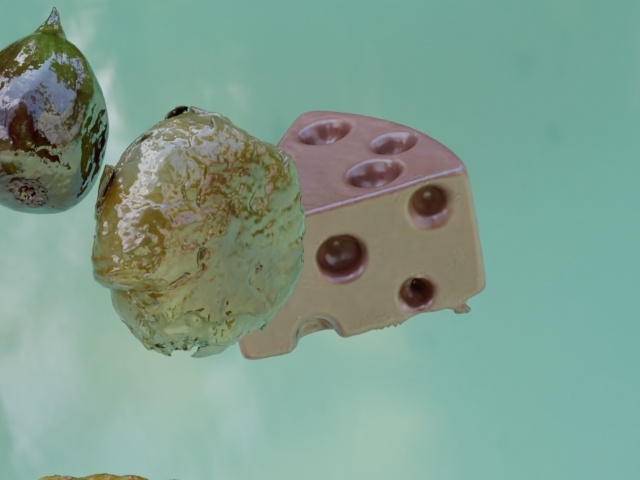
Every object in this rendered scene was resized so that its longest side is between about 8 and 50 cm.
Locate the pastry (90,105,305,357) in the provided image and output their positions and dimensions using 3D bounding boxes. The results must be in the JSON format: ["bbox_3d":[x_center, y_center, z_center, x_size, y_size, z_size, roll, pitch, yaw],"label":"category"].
[{"bbox_3d":[-0.074,-0.005,1.214,0.081,0.153,0.153,19,38,40],"label":"pastry"}]

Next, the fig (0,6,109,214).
[{"bbox_3d":[-0.199,-0.096,1.417,0.103,0.109,0.155,9,56,-4],"label":"fig"}]

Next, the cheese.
[{"bbox_3d":[0.013,-0.015,1.591,0.203,0.128,0.177,-16,29,-2],"label":"cheese"}]

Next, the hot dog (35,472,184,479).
[{"bbox_3d":[-0.139,0.139,0.939,0.215,0.047,0.066,-1,47,-9],"label":"hot dog"}]
